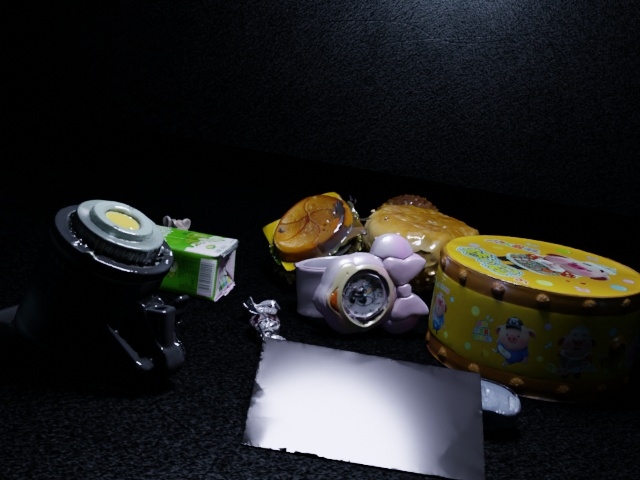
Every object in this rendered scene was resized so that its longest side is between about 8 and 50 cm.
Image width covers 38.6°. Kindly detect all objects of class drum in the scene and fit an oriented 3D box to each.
[{"bbox_3d":[0.426,0.142,1.834,0.431,0.214,0.431,8,15,-2],"label":"drum"}]

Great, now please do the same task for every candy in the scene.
[{"bbox_3d":[-0.101,0.159,1.769,0.094,0.051,0.226,9,14,-12],"label":"candy"}]

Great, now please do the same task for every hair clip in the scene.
[{"bbox_3d":[-0.347,-0.016,2.321,0.072,0.034,0.226,4,16,-21],"label":"hair clip"}]

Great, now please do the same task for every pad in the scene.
[{"bbox_3d":[0.074,0.259,1.429,0.368,0.007,0.247,9,33,1],"label":"pad"}]

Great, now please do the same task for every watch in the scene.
[{"bbox_3d":[0.071,0.085,1.914,0.248,0.210,0.217,-7,11,-22],"label":"watch"}]

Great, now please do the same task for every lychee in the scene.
[{"bbox_3d":[0.228,-0.031,2.436,0.200,0.200,0.238,15,10,22],"label":"lychee"}]

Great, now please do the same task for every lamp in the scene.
[{"bbox_3d":[-0.381,0.065,1.518,0.374,0.272,0.205,15,14,22],"label":"lamp"}]

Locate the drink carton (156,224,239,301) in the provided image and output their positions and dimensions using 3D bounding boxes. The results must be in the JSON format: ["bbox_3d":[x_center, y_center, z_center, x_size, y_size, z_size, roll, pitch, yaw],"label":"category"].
[{"bbox_3d":[-0.319,0.037,1.986,0.271,0.108,0.161,11,15,8],"label":"drink carton"}]

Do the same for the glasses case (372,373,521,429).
[{"bbox_3d":[0.193,0.261,1.523,0.282,0.067,0.109,7,22,-1],"label":"glasses case"}]

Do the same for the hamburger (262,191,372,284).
[{"bbox_3d":[0.000,0.000,2.117,0.262,0.138,0.243,-31,38,2],"label":"hamburger"}]

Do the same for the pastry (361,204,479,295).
[{"bbox_3d":[0.235,0.033,2.187,0.284,0.184,0.316,24,19,26],"label":"pastry"}]
